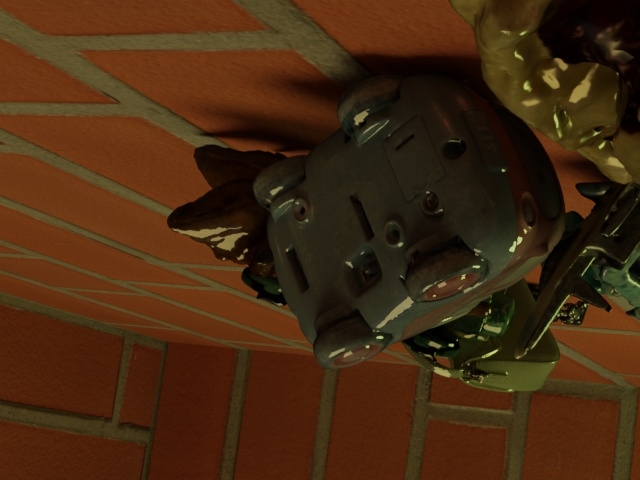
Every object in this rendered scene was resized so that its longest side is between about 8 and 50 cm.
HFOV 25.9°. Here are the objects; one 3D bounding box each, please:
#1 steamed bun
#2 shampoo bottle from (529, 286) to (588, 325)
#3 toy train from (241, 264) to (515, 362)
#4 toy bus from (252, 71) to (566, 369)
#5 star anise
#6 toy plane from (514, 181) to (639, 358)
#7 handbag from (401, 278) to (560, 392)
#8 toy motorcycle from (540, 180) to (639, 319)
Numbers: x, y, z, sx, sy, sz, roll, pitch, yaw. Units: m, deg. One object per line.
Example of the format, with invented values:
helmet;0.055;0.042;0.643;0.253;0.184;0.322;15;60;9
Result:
steamed bun;0.228;-0.102;0.875;0.247;0.189;0.428;-5;165;23
shampoo bottle;0.283;0.102;2.268;0.309;0.071;0.098;10;169;-12
toy train;0.062;0.018;1.716;0.369;0.150;0.237;20;-163;2
toy bus;0.098;-0.017;1.281;0.232;0.197;0.294;-2;152;-42
star anise;0.000;-0.003;1.493;0.349;0.292;0.109;6;133;-19
toy plane;0.252;-0.003;1.206;0.088;0.262;0.192;24;173;12
handbag;0.186;0.097;1.863;0.219;0.256;0.079;6;130;-22
toy motorcycle;0.364;-0.001;1.469;0.260;0.154;0.206;7;150;-41
